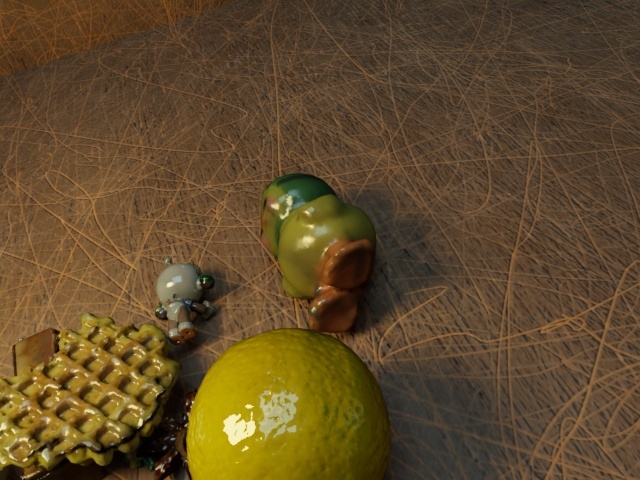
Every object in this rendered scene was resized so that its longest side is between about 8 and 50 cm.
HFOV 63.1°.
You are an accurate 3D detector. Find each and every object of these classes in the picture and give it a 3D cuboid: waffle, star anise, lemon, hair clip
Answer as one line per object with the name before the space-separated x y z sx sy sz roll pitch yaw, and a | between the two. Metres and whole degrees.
waffle | -0.382 0.239 0.850 0.282 0.058 0.300 7 36 3
star anise | -0.213 0.314 0.834 0.168 0.057 0.167 -5 39 4
lemon | -0.041 0.255 0.694 0.294 0.293 0.292 -8 44 8
hair clip | -0.330 0.322 0.875 0.049 0.049 0.173 -35 48 -19

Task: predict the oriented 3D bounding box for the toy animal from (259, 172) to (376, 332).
toy animal | 0.002 -0.001 1.003 0.191 0.215 0.338 -4 34 -28

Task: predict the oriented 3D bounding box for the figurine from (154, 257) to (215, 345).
figurine | -0.269 0.119 1.027 0.147 0.093 0.197 -34 51 13

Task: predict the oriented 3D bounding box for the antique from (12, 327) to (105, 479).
antique | -0.463 0.287 0.910 0.094 0.087 0.310 -27 44 -14

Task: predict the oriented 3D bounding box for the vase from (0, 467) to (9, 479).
vase | -0.598 0.429 0.785 0.128 0.128 0.248 15 60 28
